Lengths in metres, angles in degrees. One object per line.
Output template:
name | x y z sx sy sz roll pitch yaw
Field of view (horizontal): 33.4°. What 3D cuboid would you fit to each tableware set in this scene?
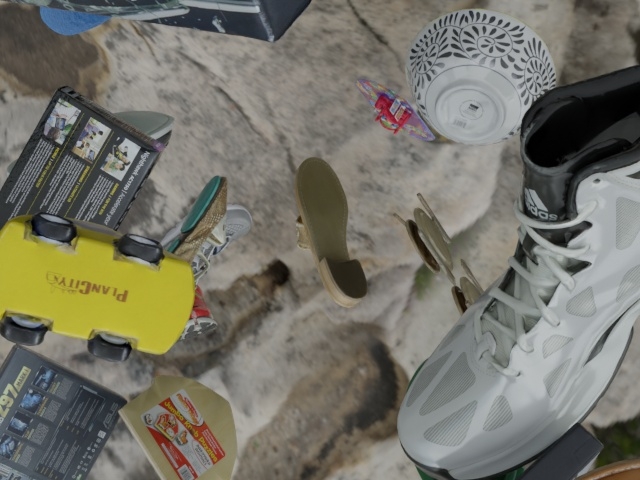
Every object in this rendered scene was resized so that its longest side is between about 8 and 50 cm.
tableware set | 0.154 0.047 1.301 0.039 0.128 0.194 -30 108 16

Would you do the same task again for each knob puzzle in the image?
knob puzzle | -0.199 0.287 1.591 0.213 0.213 0.030 36 128 -25

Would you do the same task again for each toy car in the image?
toy car | -0.207 0.012 0.495 0.225 0.053 0.239 -41 110 -3

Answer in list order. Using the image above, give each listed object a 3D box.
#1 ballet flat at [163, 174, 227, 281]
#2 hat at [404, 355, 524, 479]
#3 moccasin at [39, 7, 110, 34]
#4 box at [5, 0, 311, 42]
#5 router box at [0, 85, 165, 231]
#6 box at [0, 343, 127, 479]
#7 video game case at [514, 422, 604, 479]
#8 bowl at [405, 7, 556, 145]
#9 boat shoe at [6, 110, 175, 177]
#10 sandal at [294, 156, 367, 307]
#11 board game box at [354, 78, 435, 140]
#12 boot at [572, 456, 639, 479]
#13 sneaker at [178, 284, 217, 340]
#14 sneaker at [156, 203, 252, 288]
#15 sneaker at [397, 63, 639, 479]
ballet flat | -0.177 0.005 1.515 0.067 0.073 0.206 37 77 -18
hat | 0.212 0.193 1.204 0.183 0.173 0.208 -4 67 -39
moccasin | -0.329 -0.478 1.775 0.342 0.117 0.138 -43 118 3
box | -0.225 -0.478 0.989 0.297 0.472 0.480 -57 142 -28
router box | -0.278 -0.064 1.206 0.133 0.046 0.179 32 102 -5
box | -0.417 0.292 1.548 0.183 0.059 0.232 30 80 -19
video game case | 0.130 0.311 0.970 0.275 0.035 0.248 -35 154 -26
bowl | 0.169 -0.162 1.173 0.170 0.080 0.170 10 133 11
boat shoe | -0.311 -0.102 1.473 0.302 0.114 0.091 -33 131 -47
sandal | -0.005 -0.001 1.492 0.088 0.240 0.079 8 142 -35
board game box | 0.119 -0.213 1.839 0.033 0.133 0.169 -55 137 -9
boot | 0.166 0.229 0.645 0.197 0.152 0.073 -41 107 9
sneaker | -0.262 0.122 1.992 0.107 0.279 0.118 -18 94 -8
sneaker | -0.230 0.039 1.841 0.281 0.115 0.105 -32 154 -18
sneaker | 0.186 0.013 0.933 0.447 0.169 0.257 -46 133 11
